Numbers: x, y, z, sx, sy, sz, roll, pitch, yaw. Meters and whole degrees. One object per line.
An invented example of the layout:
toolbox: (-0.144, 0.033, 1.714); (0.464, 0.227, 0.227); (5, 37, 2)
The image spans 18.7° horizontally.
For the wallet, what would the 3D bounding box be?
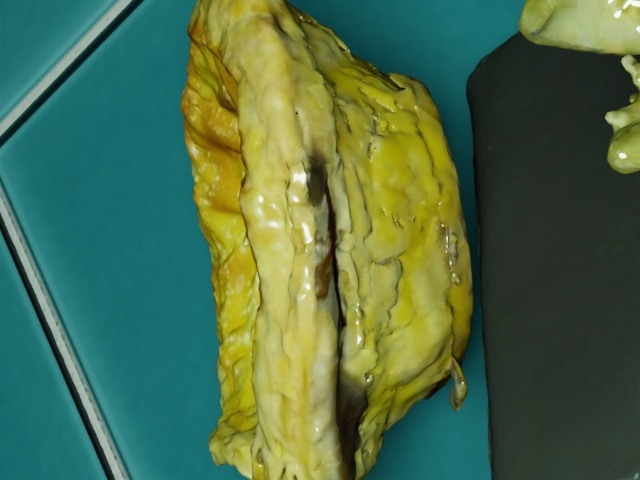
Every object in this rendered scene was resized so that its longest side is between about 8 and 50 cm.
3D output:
wallet: (0.112, -0.015, 0.701); (0.146, 0.030, 0.285); (-37, 30, 27)

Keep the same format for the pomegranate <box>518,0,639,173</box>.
pomegranate: (0.223, -0.081, 0.555); (0.231, 0.286, 0.231); (16, 112, 43)

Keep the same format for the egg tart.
egg tart: (0.000, 0.000, 0.785); (0.106, 0.241, 0.241); (-6, 72, -8)
